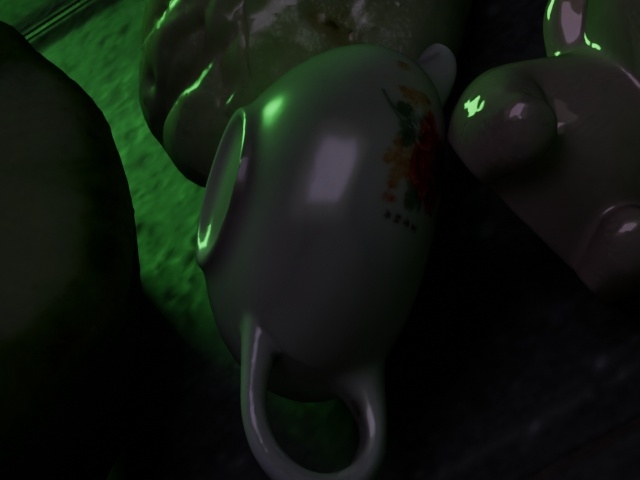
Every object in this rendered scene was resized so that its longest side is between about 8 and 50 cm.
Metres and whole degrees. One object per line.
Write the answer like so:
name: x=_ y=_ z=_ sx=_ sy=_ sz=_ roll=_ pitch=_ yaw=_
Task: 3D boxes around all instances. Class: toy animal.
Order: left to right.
toy animal: x=0.150 y=-0.080 z=0.735 sx=0.212 sy=0.124 sz=0.124 roll=-44 pitch=38 yaw=0

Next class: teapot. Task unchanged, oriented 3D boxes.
teapot: x=0.000 y=0.000 z=0.774 sx=0.145 sy=0.092 sz=0.226 roll=120 pitch=161 yaw=-57

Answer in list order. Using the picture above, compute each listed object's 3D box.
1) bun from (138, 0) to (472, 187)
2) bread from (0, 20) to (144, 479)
bun: x=-0.020 y=-0.107 z=0.914 sx=0.183 sy=0.102 sz=0.183 roll=-24 pitch=42 yaw=23
bread: x=-0.265 y=0.025 z=0.848 sx=0.366 sy=0.129 sz=0.382 roll=-28 pitch=48 yaw=-26
